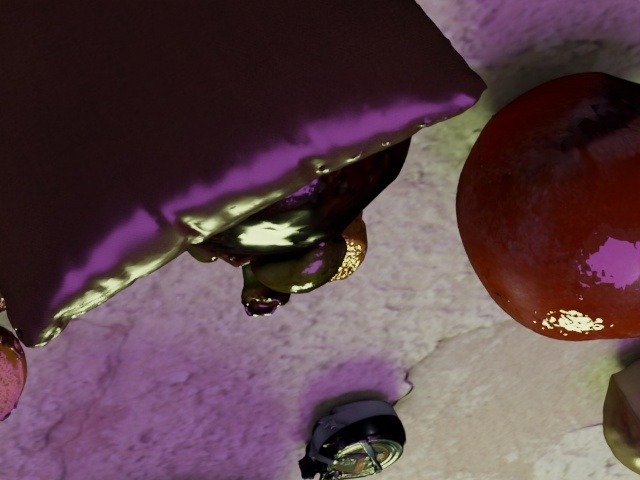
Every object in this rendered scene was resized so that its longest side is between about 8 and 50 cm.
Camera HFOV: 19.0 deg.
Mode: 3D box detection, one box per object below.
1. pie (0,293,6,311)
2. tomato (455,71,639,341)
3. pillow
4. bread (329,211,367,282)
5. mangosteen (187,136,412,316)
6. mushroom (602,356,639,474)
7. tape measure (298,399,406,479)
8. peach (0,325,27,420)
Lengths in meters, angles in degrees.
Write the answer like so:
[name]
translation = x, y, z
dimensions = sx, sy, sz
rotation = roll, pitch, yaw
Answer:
[pie]
translation = -0.245, 0.024, 1.435
dimensions = 0.170, 0.034, 0.092
rotation = -21, 139, 0
[tomato]
translation = 0.205, -0.030, 1.433
dimensions = 0.208, 0.208, 0.184
rotation = -21, 128, 2
[pillow]
translation = -0.107, -0.140, 1.102
dimensions = 0.305, 0.308, 0.108
rotation = -29, 171, 9
[bread]
translation = 0.000, 0.000, 1.506
dimensions = 0.081, 0.046, 0.083
rotation = -24, 145, 14
[mangosteen]
translation = -0.037, -0.070, 1.244
dimensions = 0.216, 0.216, 0.216
rotation = -12, 142, -10
[mushroom]
translation = 0.402, 0.096, 1.772
dimensions = 0.328, 0.122, 0.159
rotation = -31, 105, 14
[tape measure]
translation = 0.033, 0.184, 1.746
dimensions = 0.091, 0.054, 0.094
rotation = -3, 146, -24
[peach]
translation = -0.276, 0.096, 1.490
dimensions = 0.098, 0.061, 0.098
rotation = -7, 118, -13
